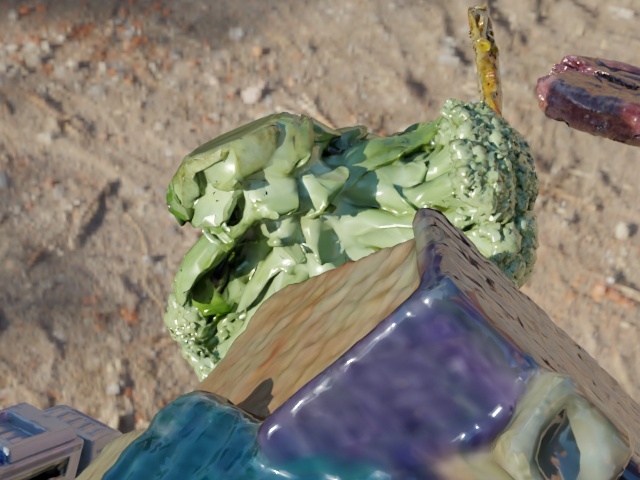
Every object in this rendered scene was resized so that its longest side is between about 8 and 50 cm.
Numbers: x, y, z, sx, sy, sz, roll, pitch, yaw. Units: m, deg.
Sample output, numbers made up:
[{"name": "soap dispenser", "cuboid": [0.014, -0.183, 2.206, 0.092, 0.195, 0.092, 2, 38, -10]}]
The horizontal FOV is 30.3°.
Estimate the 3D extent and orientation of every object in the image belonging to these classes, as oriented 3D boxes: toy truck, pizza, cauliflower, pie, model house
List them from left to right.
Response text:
[{"name": "toy truck", "cuboid": [-0.325, 0.260, 1.301, 0.124, 0.155, 0.268, 22, 15, 22]}, {"name": "cauliflower", "cuboid": [0.000, 0.000, 0.839, 0.275, 0.250, 0.272, -53, 29, -8]}, {"name": "model house", "cuboid": [0.021, 0.157, 0.540, 0.245, 0.280, 0.312, 47, 61, -11]}, {"name": "pizza", "cuboid": [0.216, -0.266, 1.564, 0.036, 0.176, 0.185, -8, 58, 9]}, {"name": "pie", "cuboid": [0.360, -0.169, 1.432, 0.204, 0.054, 0.218, 27, 28, 28]}]
